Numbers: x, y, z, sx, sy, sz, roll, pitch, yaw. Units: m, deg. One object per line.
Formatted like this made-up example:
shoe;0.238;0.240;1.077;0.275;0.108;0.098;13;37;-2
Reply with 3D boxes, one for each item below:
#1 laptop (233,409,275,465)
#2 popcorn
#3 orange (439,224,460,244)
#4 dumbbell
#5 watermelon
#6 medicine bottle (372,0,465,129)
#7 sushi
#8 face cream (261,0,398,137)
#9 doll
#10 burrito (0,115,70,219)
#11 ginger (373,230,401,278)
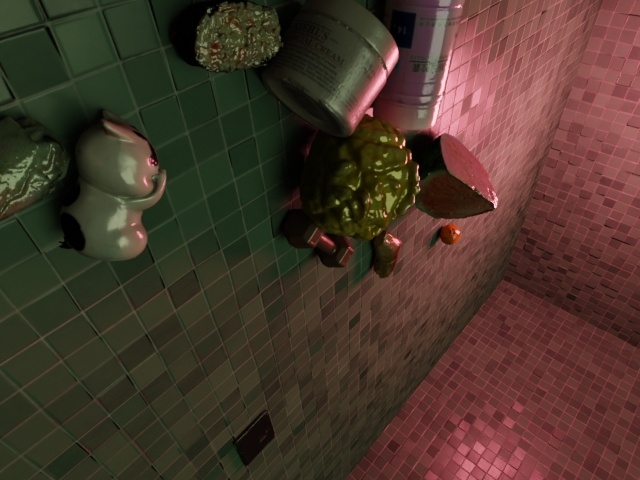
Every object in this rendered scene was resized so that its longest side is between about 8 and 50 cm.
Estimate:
laptop;-0.193;0.592;1.302;0.129;0.016;0.180;-40;143;-30
popcorn;0.075;-0.121;0.853;0.225;0.249;0.249;4;118;-20
orange;0.515;-0.023;1.736;0.083;0.083;0.084;-35;142;-34
dumbbell;0.000;0.000;1.010;0.092;0.082;0.231;-57;149;-2
watermelon;0.368;-0.163;1.314;0.292;0.319;0.222;30;126;-23
medicine bottle;0.195;-0.375;0.903;0.152;0.152;0.254;-32;139;-38
sushi;-0.123;-0.281;0.597;0.150;0.078;0.091;-29;138;-39
face cream;0.013;-0.274;0.703;0.153;0.177;0.177;-58;149;-1
doll;-0.262;-0.063;0.555;0.106;0.110;0.181;11;109;-36
burrito;-0.399;-0.019;0.437;0.309;0.066;0.096;-43;140;-26
ginger;0.202;0.037;1.345;0.095;0.069;0.190;-41;144;-37
